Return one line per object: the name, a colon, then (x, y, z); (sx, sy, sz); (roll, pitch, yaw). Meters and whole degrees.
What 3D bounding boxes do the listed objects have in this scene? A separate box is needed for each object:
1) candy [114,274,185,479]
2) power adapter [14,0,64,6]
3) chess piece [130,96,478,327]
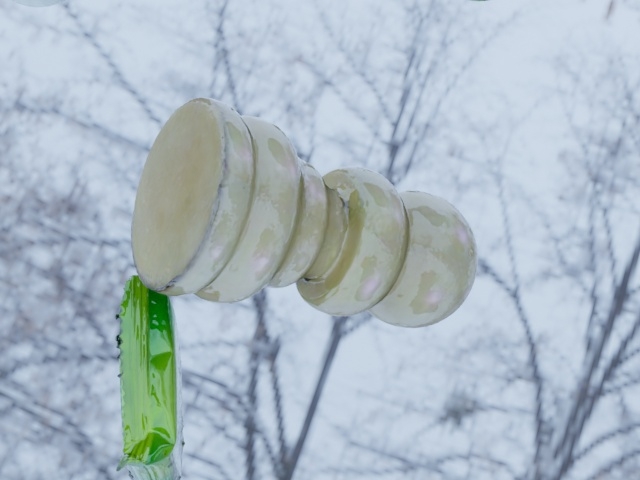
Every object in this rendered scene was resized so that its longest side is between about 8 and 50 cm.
candy: (-0.089, 0.086, 0.885); (0.032, 0.102, 0.178); (0, -15, -2)
power adapter: (-0.227, -0.251, 1.078); (0.187, 0.124, 0.255); (34, -7, 3)
chess piece: (0.000, 0.000, 0.803); (0.170, 0.094, 0.094); (18, -27, -31)
